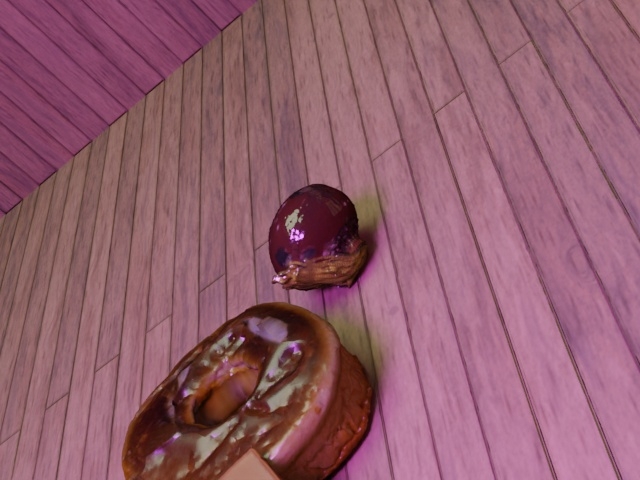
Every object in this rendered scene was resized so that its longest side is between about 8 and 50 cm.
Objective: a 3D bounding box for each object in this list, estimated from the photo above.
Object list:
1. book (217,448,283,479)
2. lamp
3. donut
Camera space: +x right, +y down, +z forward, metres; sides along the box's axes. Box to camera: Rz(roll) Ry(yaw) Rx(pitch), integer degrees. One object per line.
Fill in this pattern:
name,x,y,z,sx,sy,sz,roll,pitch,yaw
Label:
book,-0.063,0.423,1.224,0.269,0.032,0.389,-46,45,-1
lamp,0.002,0.000,1.708,0.135,0.156,0.157,18,100,20
donut,-0.090,0.228,1.523,0.330,0.160,0.330,-22,41,21
